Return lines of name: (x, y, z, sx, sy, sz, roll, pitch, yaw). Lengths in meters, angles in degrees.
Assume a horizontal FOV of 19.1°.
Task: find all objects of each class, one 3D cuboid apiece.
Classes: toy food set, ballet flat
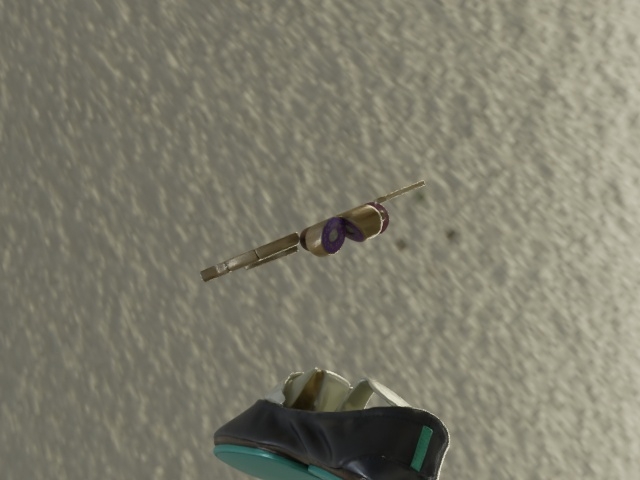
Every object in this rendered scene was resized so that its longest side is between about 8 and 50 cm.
toy food set: (0.000, 0.000, 1.065, 0.122, 0.078, 0.019, -22, -90, 30)
ballet flat: (0.008, 0.108, 1.054, 0.074, 0.203, 0.074, 0, -89, -28)
